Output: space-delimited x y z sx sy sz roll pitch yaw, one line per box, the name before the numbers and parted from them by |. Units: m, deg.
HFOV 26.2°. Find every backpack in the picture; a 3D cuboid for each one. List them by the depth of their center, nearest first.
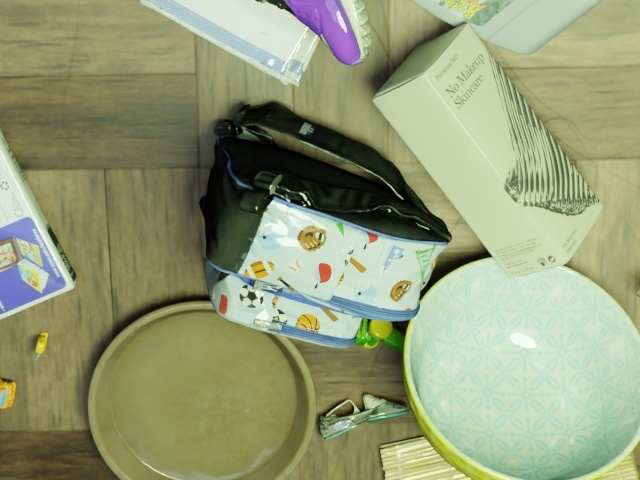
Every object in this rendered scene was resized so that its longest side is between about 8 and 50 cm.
backpack | 0.000 0.000 1.519 0.263 0.276 0.213 11 112 -12

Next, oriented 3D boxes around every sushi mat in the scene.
sushi mat | 0.241 0.293 1.736 0.317 0.019 0.151 -13 109 2

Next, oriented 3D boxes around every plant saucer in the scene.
plant saucer | -0.144 0.200 1.682 0.278 0.041 0.277 -1 107 -2

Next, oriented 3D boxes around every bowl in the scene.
bowl | 0.224 0.177 1.611 0.289 0.289 0.156 10 150 -5

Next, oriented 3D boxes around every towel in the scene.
towel | -0.053 -0.338 1.520 0.209 0.034 0.285 27 103 -8

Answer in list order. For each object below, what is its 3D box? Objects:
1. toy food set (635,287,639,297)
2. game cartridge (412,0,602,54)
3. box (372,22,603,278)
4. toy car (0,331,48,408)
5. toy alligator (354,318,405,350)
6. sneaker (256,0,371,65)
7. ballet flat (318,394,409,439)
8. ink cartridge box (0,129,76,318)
toy food set | 0.546 0.009 1.624 0.220 0.092 0.306 35 105 -29
game cartridge | 0.168 -0.316 1.462 0.294 0.060 0.196 29 143 -22
box | 0.191 -0.098 1.551 0.275 0.113 0.094 50 143 -16
toy car | -0.381 0.156 1.659 0.060 0.040 0.122 30 104 -11
toy alligator | 0.022 0.091 1.646 0.190 0.056 0.051 12 66 -12
sneaker | -0.061 -0.298 1.468 0.146 0.102 0.293 -30 98 11
ballet flat | 0.051 0.211 1.696 0.114 0.041 0.041 -18 107 2
ink cartridge box | -0.422 0.001 1.606 0.208 0.045 0.206 -23 107 4
